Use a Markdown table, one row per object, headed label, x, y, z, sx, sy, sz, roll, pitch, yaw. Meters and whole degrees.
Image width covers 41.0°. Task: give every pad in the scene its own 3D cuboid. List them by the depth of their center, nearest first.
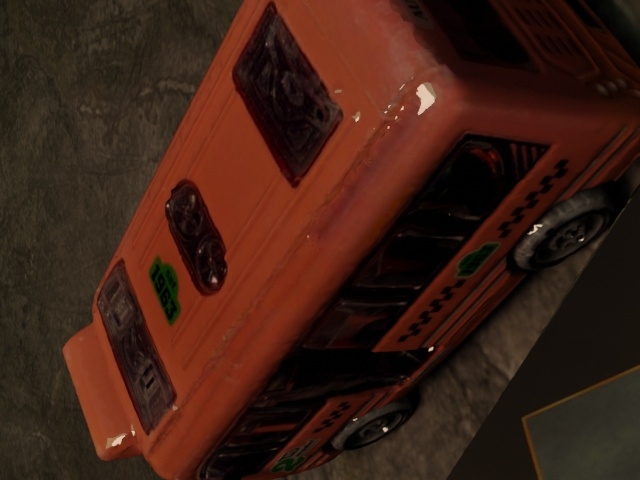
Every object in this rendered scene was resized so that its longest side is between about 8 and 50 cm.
| label | x | y | z | sx | sy | sz | roll | pitch | yaw |
| --- | --- | --- | --- | --- | --- | --- | --- | --- | --- |
| pad | 0.151 | 0.045 | 0.357 | 0.243 | 0.004 | 0.164 | -53 | 23 | -12 |

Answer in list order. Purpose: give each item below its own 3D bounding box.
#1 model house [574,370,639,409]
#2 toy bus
| label | x | y | z | sx | sy | sz | roll | pitch | yaw |
| --- | --- | --- | --- | --- | --- | --- | --- | --- | --- |
| model house | 0.246 | 0.132 | 0.337 | 0.243 | 0.204 | 0.211 | -15 | 79 | 34 |
| toy bus | 0.000 | 0.000 | 0.589 | 0.427 | 0.233 | 0.203 | -54 | 53 | 37 |
